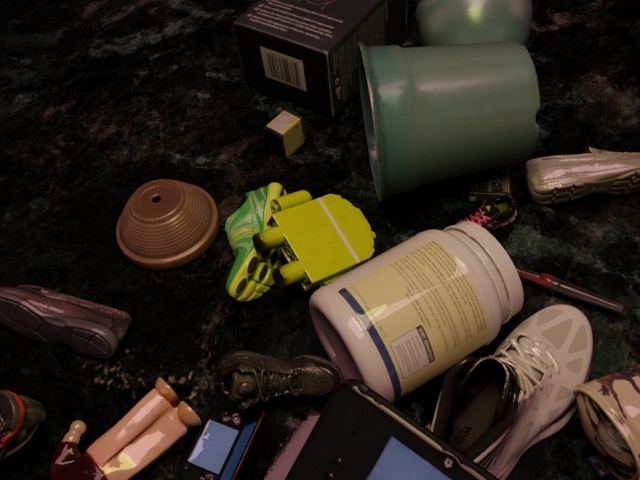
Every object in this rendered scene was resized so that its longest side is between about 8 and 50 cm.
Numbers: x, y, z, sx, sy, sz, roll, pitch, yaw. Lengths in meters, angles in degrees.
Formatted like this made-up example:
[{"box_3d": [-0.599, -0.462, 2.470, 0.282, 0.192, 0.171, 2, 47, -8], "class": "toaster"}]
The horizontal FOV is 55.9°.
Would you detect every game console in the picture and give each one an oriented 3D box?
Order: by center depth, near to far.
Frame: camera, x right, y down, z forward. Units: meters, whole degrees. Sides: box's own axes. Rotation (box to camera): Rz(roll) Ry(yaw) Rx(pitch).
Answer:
[{"box_3d": [0.108, 0.438, 0.847, 0.386, 0.060, 0.342, 31, 101, 25], "class": "game console"}, {"box_3d": [-0.172, 0.352, 1.039, 0.124, 0.085, 0.144, 15, 56, 17], "class": "game console"}]

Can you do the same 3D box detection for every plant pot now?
[{"box_3d": [0.265, -0.273, 1.293, 0.333, 0.341, 0.341, -8, 53, 2], "class": "plant pot"}, {"box_3d": [-0.351, -0.058, 1.350, 0.237, 0.110, 0.238, -3, 54, 4], "class": "plant pot"}, {"box_3d": [0.395, -0.502, 1.520, 0.292, 0.293, 0.197, -5, 79, 3], "class": "plant pot"}]

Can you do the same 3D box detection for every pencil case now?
[{"box_3d": [0.629, 0.263, 0.973, 0.410, 0.160, 0.184, -17, 70, -6], "class": "pencil case"}]

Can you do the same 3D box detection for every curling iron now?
[{"box_3d": [0.451, 0.097, 1.194, 0.273, 0.035, 0.068, 16, 61, 18], "class": "curling iron"}]

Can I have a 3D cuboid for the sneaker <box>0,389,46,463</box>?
[{"box_3d": [-0.601, 0.369, 1.069, 0.276, 0.135, 0.098, -39, 69, 6], "class": "sneaker"}]

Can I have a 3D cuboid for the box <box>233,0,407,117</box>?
[{"box_3d": [0.013, -0.567, 1.627, 0.293, 0.212, 0.395, 26, 61, 24], "class": "box"}]

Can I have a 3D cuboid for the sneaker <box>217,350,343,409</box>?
[{"box_3d": [-0.079, 0.254, 1.066, 0.227, 0.087, 0.130, 5, 12, 14], "class": "sneaker"}]

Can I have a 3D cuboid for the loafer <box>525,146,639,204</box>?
[{"box_3d": [0.613, -0.159, 1.320, 0.319, 0.112, 0.112, -6, 61, 2], "class": "loafer"}]

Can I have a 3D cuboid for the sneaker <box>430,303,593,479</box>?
[{"box_3d": [0.327, 0.229, 0.969, 0.169, 0.258, 0.447, 34, 63, 27], "class": "sneaker"}]

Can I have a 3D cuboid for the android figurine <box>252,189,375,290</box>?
[{"box_3d": [0.000, 0.000, 1.253, 0.272, 0.056, 0.248, -23, 73, -35], "class": "android figurine"}]

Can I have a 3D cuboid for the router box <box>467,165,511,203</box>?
[{"box_3d": [0.384, -0.139, 1.374, 0.092, 0.038, 0.123, 4, 54, 10], "class": "router box"}]

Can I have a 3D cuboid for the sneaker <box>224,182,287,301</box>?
[{"box_3d": [-0.147, 0.006, 1.299, 0.123, 0.109, 0.296, -6, 50, 26], "class": "sneaker"}]

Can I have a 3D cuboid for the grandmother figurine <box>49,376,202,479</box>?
[{"box_3d": [-0.379, 0.387, 1.029, 0.207, 0.104, 0.342, 29, 58, 36], "class": "grandmother figurine"}]

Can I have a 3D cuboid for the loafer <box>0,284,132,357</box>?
[{"box_3d": [-0.531, 0.153, 1.231, 0.302, 0.109, 0.095, 16, 37, 10], "class": "loafer"}]

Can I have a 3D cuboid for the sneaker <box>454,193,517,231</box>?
[{"box_3d": [0.350, -0.050, 1.289, 0.170, 0.075, 0.063, -25, 55, -12], "class": "sneaker"}]

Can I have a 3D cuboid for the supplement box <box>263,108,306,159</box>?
[{"box_3d": [-0.086, -0.262, 1.489, 0.056, 0.083, 0.083, 32, 63, 26], "class": "supplement box"}]

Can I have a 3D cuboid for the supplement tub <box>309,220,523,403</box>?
[{"box_3d": [0.169, 0.124, 1.079, 0.324, 0.235, 0.235, -28, 55, -14], "class": "supplement tub"}]
